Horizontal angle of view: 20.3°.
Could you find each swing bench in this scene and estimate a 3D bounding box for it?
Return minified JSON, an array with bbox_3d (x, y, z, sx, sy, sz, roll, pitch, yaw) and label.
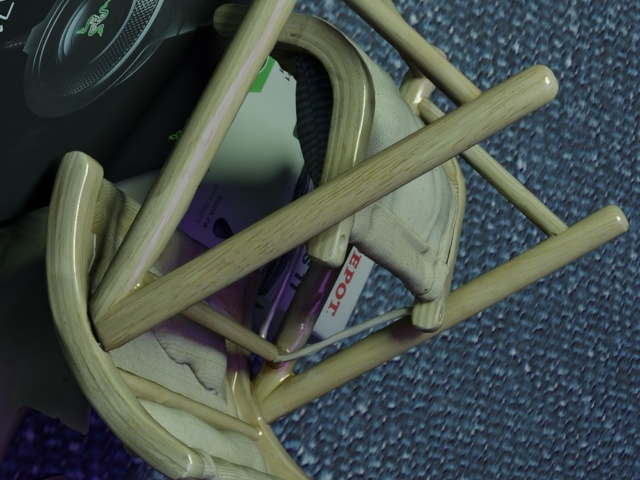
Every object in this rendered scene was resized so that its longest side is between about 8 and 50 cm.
[{"bbox_3d":[0.000,0.000,0.914,0.255,0.165,0.253,-46,159,1],"label":"swing bench"}]

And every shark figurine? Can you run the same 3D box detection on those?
[{"bbox_3d":[-0.152,0.090,0.955,0.166,0.116,0.278,-8,122,-44],"label":"shark figurine"}]

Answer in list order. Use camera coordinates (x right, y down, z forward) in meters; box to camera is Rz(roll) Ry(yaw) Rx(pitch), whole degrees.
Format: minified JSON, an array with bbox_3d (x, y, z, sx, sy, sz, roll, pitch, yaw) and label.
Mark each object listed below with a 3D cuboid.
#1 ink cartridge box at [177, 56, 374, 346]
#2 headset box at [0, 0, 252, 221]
[{"bbox_3d":[-0.045,-0.046,1.107,0.208,0.087,0.153,39,70,-44],"label":"ink cartridge box"},{"bbox_3d":[-0.118,-0.146,0.832,0.283,0.131,0.246,-24,149,-55],"label":"headset box"}]
